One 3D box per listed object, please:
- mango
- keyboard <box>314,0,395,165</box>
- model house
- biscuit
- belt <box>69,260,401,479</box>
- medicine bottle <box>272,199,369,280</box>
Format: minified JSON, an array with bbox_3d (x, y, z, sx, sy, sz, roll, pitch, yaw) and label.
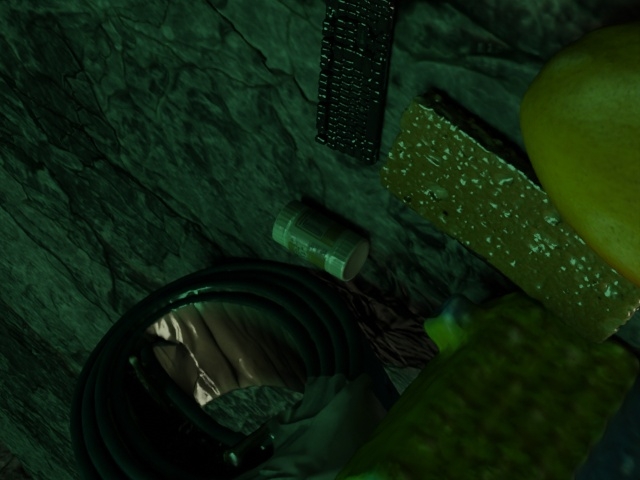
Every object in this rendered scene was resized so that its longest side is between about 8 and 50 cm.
[{"bbox_3d":[0.228,-0.040,0.650,0.257,0.138,0.187,7,124,39],"label":"mango"},{"bbox_3d":[0.025,-0.131,0.910,0.060,0.018,0.195,30,150,17],"label":"keyboard"},{"bbox_3d":[0.169,0.202,0.953,0.303,0.237,0.215,45,148,-2],"label":"model house"},{"bbox_3d":[0.150,-0.016,0.895,0.231,0.025,0.131,39,150,9],"label":"biscuit"},{"bbox_3d":[-0.078,0.181,1.145,0.436,0.300,0.173,40,164,55],"label":"belt"},{"bbox_3d":[0.000,0.000,1.088,0.083,0.047,0.047,29,149,22],"label":"medicine bottle"}]
